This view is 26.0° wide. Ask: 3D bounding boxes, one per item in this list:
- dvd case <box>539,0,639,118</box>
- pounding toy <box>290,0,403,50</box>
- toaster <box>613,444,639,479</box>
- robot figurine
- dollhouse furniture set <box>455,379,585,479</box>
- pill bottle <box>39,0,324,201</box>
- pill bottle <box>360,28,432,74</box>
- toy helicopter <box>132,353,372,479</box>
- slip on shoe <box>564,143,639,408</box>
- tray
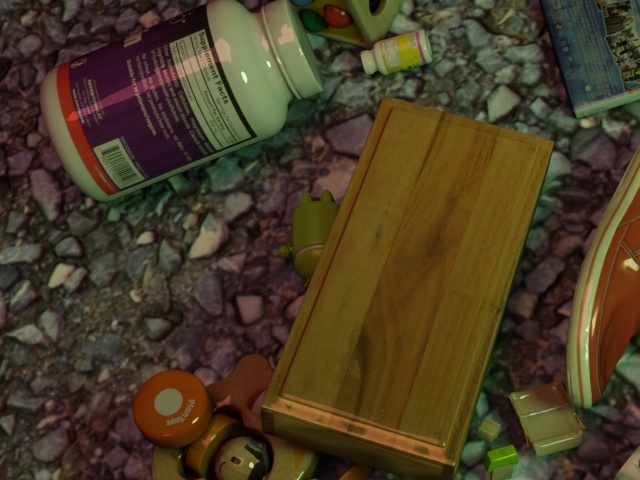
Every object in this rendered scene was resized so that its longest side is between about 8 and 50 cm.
[{"bbox_3d":[0.398,-0.255,1.628,0.253,0.022,0.180,-17,59,12],"label":"dvd case"},{"bbox_3d":[0.027,-0.321,1.687,0.181,0.206,0.094,20,72,27],"label":"pounding toy"},{"bbox_3d":[0.395,0.236,1.326,0.168,0.110,0.186,38,81,30],"label":"toaster"},{"bbox_3d":[0.000,0.000,1.615,0.101,0.067,0.115,-8,62,7],"label":"robot figurine"},{"bbox_3d":[0.198,0.210,1.463,0.151,0.058,0.076,-14,51,-9],"label":"dollhouse furniture set"},{"bbox_3d":[-0.167,-0.181,1.701,0.323,0.181,0.181,-21,59,8],"label":"pill bottle"},{"bbox_3d":[0.094,-0.230,1.712,0.083,0.043,0.043,-14,60,13],"label":"pill bottle"},{"bbox_3d":[-0.009,0.206,1.480,0.355,0.140,0.235,-28,54,-5],"label":"toy helicopter"},{"bbox_3d":[0.338,0.029,1.454,0.101,0.123,0.331,19,67,23],"label":"slip on shoe"},{"bbox_3d":[0.101,0.043,1.485,0.202,0.076,0.411,16,61,10],"label":"tray"}]
